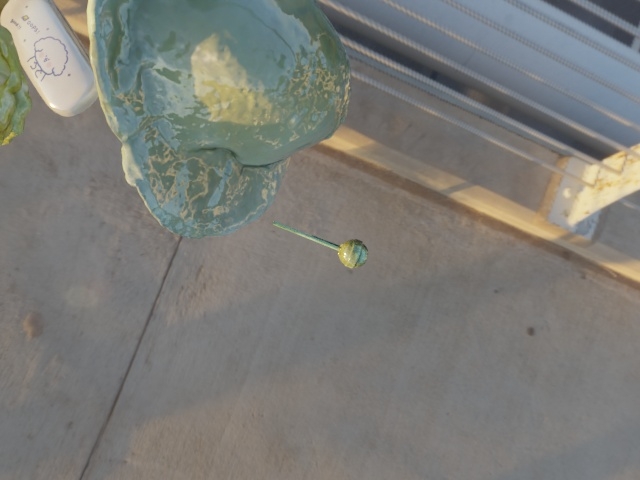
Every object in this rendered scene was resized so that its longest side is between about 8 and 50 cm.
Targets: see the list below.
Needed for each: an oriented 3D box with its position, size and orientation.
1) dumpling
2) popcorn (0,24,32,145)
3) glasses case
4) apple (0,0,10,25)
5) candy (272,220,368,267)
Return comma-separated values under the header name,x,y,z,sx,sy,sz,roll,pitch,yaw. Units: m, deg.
name,x,y,z,sx,sy,sz,roll,pitch,yaw
dumpling,-0.078,-0.163,0.610,0.320,0.211,0.270,36,42,-35
popcorn,-0.230,-0.096,0.332,0.141,0.135,0.162,39,97,1
glasses case,-0.343,-0.241,0.804,0.076,0.049,0.197,-36,72,4
apple,-0.702,-0.530,1.279,0.163,0.293,0.251,6,50,-41
candy,0.000,0.000,1.263,0.202,0.061,0.061,21,87,-3
